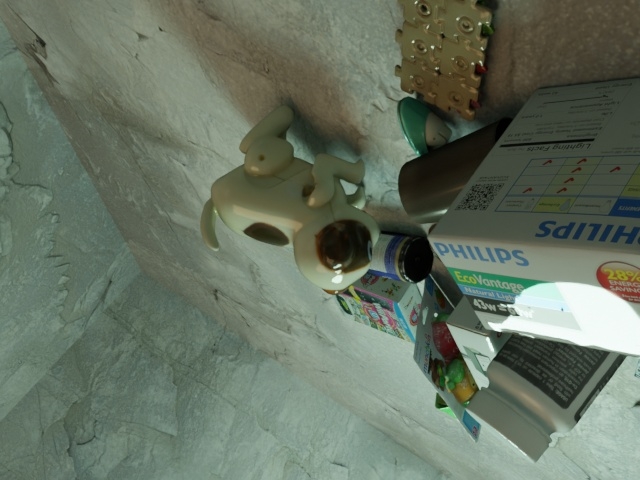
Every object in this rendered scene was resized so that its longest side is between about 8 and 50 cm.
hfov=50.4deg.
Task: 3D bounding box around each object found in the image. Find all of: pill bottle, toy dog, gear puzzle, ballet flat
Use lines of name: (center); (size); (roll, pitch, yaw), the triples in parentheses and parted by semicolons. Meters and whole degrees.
pill bottle: (0.176, 0.037, 1.777); (0.219, 0.123, 0.122); (10, 143, 49)
toy dog: (-0.042, -0.062, 1.607); (0.408, 0.395, 0.284); (40, 149, 19)
pill bottle: (0.475, 0.260, 1.398); (0.204, 0.361, 0.204); (40, 173, 6)
gear puzzle: (0.210, -0.359, 1.132); (0.175, 0.044, 0.339); (30, 152, 23)
ballet flat: (0.228, -0.193, 1.358); (0.087, 0.083, 0.247); (6, 146, 31)

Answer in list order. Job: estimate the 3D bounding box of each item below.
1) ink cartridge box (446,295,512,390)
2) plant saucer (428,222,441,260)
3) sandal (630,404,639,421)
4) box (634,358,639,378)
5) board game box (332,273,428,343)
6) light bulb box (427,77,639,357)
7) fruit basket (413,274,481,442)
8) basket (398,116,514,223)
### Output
ink cartridge box: (0.438, 0.218, 1.614); (0.122, 0.211, 0.289); (14, 146, 44)
plant saucer: (0.329, 0.026, 1.653); (0.168, 0.029, 0.168); (32, 154, 17)
sandal: (0.811, 0.407, 1.597); (0.102, 0.076, 0.265); (51, 178, 7)
box: (0.751, 0.279, 1.496); (0.094, 0.027, 0.137); (23, 152, 30)
board game box: (0.170, 0.177, 2.070); (0.303, 0.097, 0.224); (17, 148, 39)
light bulb box: (0.419, -0.043, 0.985); (0.358, 0.361, 0.225); (6, 140, 51)
fruit basket: (0.357, 0.297, 1.791); (0.166, 0.327, 0.353); (-16, 122, 27)
basket: (0.272, -0.111, 1.258); (0.227, 0.154, 0.204); (-13, 142, 42)
